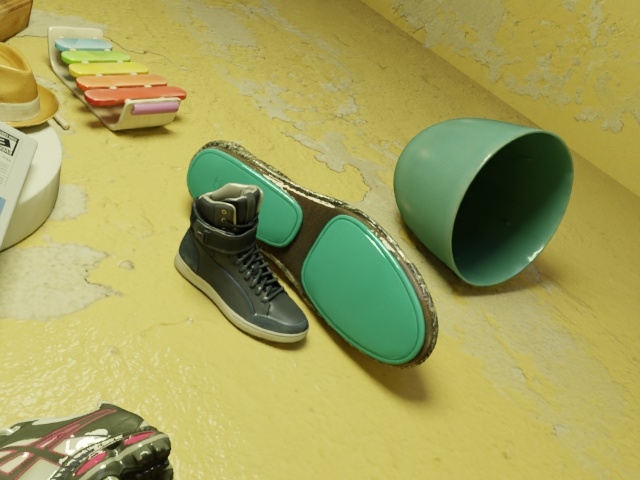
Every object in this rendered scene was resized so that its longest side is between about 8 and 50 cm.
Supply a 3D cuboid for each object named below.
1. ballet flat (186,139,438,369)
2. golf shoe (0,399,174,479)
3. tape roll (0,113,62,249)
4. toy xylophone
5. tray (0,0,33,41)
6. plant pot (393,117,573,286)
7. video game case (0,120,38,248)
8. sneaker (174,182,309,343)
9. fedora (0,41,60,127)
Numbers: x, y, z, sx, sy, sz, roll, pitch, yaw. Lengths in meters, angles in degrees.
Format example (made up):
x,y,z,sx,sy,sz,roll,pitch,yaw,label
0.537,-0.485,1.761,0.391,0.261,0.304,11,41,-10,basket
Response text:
x,y,z,sx,sy,sz,roll,pitch,yaw,label
0.000,0.000,0.862,0.482,0.164,0.182,37,15,22,ballet flat
-0.257,0.217,0.450,0.120,0.105,0.272,27,24,38,golf shoe
-0.549,-0.110,0.723,0.391,0.072,0.392,17,35,-12,tape roll
-0.424,-0.301,1.058,0.322,0.081,0.236,37,36,18,toy xylophone
-0.809,-0.516,1.072,0.410,0.076,0.203,22,29,-16,tray
0.276,-0.097,1.048,0.292,0.293,0.235,-2,26,-34,plant pot
-0.474,-0.088,0.545,0.329,0.036,0.300,31,31,-35,video game case
-0.091,0.024,0.744,0.226,0.163,0.086,34,33,13,sneaker
-0.479,-0.238,0.809,0.194,0.079,0.194,17,34,-12,fedora
